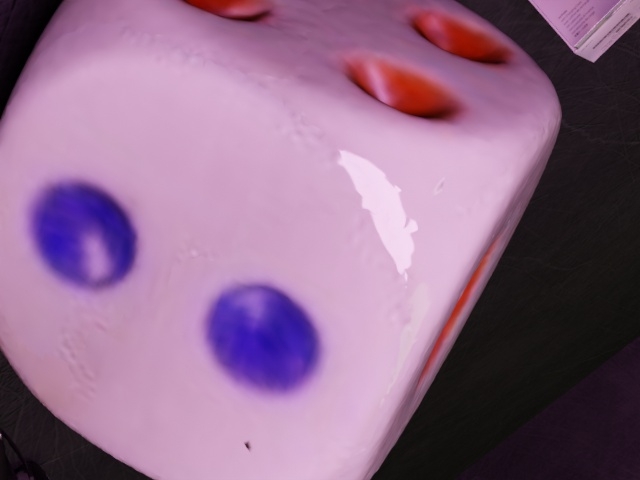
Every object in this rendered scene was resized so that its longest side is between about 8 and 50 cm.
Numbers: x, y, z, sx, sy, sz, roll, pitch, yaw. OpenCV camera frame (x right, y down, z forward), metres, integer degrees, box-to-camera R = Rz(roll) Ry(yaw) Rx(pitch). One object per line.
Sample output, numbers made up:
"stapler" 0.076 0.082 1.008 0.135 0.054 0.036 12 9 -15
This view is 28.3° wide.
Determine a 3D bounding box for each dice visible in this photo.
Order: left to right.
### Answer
"dice" -0.036 -0.022 0.875 0.277 0.304 0.304 -44 160 -55

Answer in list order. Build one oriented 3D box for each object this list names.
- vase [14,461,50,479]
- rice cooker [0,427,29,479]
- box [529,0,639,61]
"vase" -0.408 0.340 1.483 0.211 0.060 0.060 -35 157 1
"rice cooker" -0.382 0.230 1.210 0.203 0.142 0.118 -22 142 -35
"box" 0.243 -0.253 1.134 0.130 0.129 0.051 -45 154 21
